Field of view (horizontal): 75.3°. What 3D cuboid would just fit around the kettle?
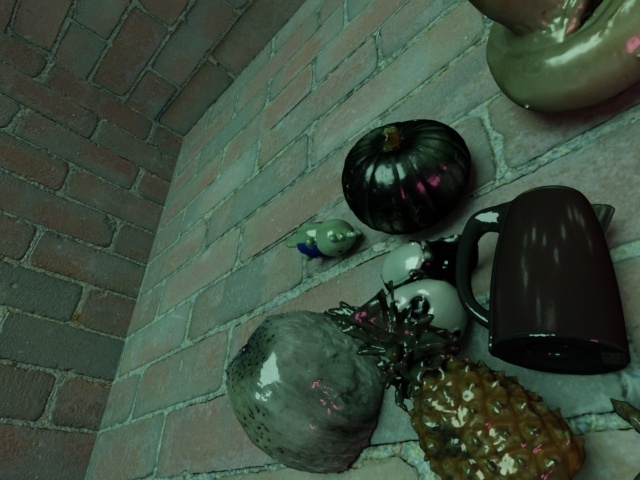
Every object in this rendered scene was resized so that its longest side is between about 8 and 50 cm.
[{"bbox_3d":[0.288,0.046,0.562,0.202,0.144,0.232,-11,52,38],"label":"kettle"}]

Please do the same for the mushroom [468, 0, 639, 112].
[{"bbox_3d":[0.361,-0.358,0.621,0.292,0.290,0.292,-35,42,40],"label":"mushroom"}]

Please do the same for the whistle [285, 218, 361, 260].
[{"bbox_3d":[0.000,0.000,1.005,0.244,0.110,0.092,-10,94,47],"label":"whistle"}]

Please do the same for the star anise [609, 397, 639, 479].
[{"bbox_3d":[0.381,0.217,0.379,0.197,0.073,0.212,-15,57,50],"label":"star anise"}]

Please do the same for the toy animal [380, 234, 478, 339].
[{"bbox_3d":[0.174,0.091,0.678,0.166,0.138,0.179,-40,32,54],"label":"toy animal"}]

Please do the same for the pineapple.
[{"bbox_3d":[0.147,0.181,0.539,0.340,0.169,0.169,44,104,29],"label":"pineapple"}]

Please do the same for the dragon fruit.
[{"bbox_3d":[-0.037,0.277,0.753,0.283,0.221,0.204,-55,29,4],"label":"dragon fruit"}]

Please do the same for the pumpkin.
[{"bbox_3d":[0.158,-0.135,0.801,0.250,0.216,0.249,-13,49,15],"label":"pumpkin"}]
